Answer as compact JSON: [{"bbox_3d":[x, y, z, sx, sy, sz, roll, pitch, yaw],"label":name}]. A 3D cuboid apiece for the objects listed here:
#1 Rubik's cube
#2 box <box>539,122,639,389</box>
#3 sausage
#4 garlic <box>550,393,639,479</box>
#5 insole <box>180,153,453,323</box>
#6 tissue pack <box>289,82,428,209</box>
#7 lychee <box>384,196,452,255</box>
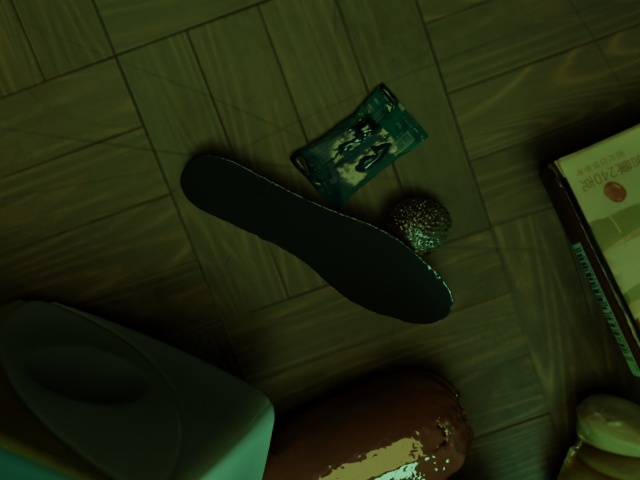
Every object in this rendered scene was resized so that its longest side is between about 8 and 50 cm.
[{"bbox_3d":[-0.277,0.292,1.180,0.352,0.347,0.351,18,106,14],"label":"Rubik's cube"},{"bbox_3d":[0.487,-0.003,1.242,0.385,0.122,0.344,-24,85,3],"label":"box"},{"bbox_3d":[0.041,0.250,1.329,0.280,0.152,0.152,-24,105,2],"label":"sausage"},{"bbox_3d":[0.386,0.312,1.359,0.110,0.228,0.217,-12,129,-45],"label":"garlic"},{"bbox_3d":[0.000,0.000,1.303,0.348,0.009,0.119,28,132,-8],"label":"insole"},{"bbox_3d":[0.043,-0.105,1.295,0.138,0.028,0.085,-38,104,11],"label":"tissue pack"},{"bbox_3d":[0.109,-0.016,1.300,0.083,0.067,0.068,-23,79,-18],"label":"lychee"}]
